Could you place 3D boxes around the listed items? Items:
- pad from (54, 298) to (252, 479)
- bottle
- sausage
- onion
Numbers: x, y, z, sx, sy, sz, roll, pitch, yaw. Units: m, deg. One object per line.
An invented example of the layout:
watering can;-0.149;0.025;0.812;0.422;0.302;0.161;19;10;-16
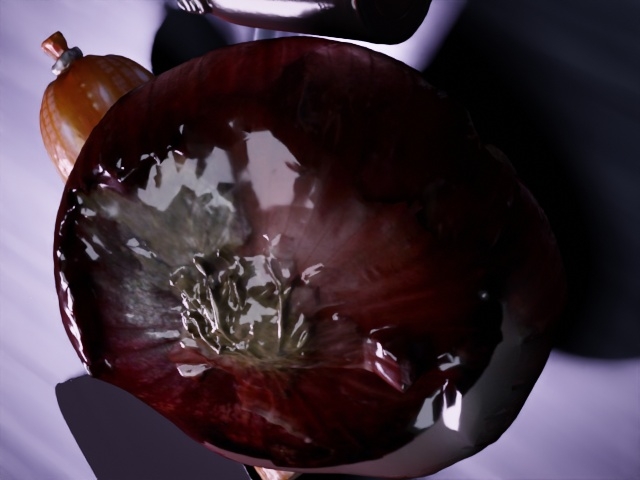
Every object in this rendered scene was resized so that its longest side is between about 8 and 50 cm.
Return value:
pad;-0.092;0.157;1.378;0.315;0.063;0.375;61;157;-4
bottle;-0.017;-0.137;1.009;0.164;0.060;0.060;14;127;48
sausage;-0.080;0.002;1.174;0.312;0.093;0.093;55;147;6
onion;0.000;0.000;1.018;0.272;0.195;0.272;7;132;7
